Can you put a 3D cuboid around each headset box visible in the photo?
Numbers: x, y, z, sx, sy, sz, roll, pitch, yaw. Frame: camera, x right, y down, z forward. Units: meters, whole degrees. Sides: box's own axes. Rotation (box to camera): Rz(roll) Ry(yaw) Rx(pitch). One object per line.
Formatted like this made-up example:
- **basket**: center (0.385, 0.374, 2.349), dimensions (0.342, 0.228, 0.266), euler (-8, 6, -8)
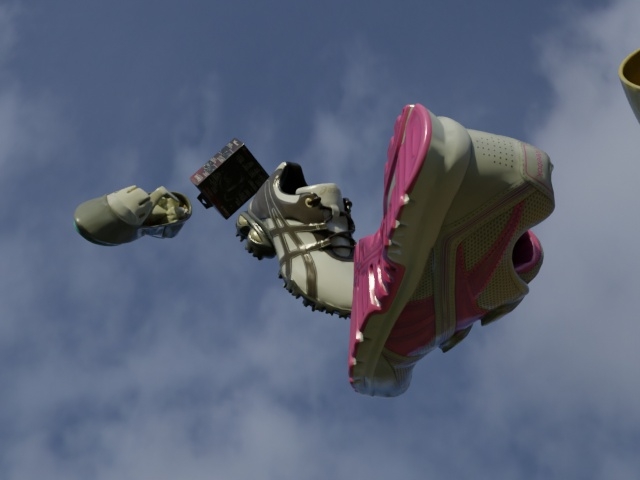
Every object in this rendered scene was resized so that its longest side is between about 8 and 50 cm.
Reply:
- **headset box**: center (-0.110, -0.071, 1.524), dimensions (0.083, 0.032, 0.062), euler (-43, -59, -5)

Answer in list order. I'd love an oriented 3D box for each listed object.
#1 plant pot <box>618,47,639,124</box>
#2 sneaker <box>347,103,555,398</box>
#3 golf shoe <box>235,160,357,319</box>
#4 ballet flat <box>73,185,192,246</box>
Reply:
- **plant pot**: center (0.309, -0.101, 1.004), dimensions (0.134, 0.134, 0.095), euler (-13, -65, 6)
- **sneaker**: center (0.082, 0.025, 0.828), dimensions (0.111, 0.103, 0.252), euler (9, -38, -6)
- **golf shoe**: center (0.000, 0.000, 1.130), dimensions (0.077, 0.198, 0.094), euler (7, -65, -48)
- **ballet flat**: center (-0.220, -0.038, 1.524), dimensions (0.072, 0.213, 0.068), euler (46, -74, 13)
